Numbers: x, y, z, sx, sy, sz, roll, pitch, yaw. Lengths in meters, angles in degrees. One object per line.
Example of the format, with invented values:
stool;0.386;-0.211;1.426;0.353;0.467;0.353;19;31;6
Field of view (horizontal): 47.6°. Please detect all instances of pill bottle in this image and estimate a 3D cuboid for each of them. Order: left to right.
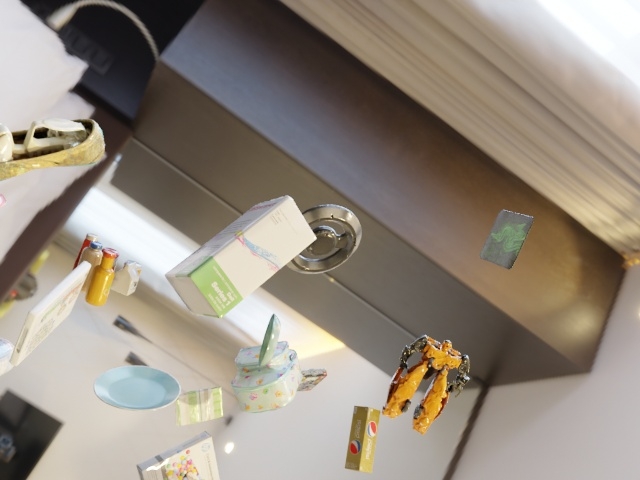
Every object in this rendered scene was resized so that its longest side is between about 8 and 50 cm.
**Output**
pill bottle;-0.733;0.267;1.580;0.087;0.087;0.160;-54;-178;1

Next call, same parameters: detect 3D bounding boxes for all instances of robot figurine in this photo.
robot figurine;0.307;0.413;2.136;0.291;0.211;0.085;-63;-179;11

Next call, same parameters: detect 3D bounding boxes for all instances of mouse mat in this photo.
mouse mat;0.506;-0.005;1.987;0.152;0.007;0.190;-66;-162;2

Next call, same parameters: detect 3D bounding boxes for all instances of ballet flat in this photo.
ballet flat;-0.640;-0.204;1.562;0.348;0.123;0.123;-13;169;-29

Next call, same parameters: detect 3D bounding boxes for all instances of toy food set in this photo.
toy food set;-0.421;0.043;1.446;0.232;0.111;0.104;-45;157;-78

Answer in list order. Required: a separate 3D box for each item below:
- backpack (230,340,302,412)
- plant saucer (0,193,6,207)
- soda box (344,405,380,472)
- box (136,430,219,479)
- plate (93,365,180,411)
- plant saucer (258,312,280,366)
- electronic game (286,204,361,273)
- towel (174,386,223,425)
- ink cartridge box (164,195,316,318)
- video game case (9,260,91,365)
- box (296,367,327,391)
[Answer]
backpack;-0.138;0.342;1.816;0.166;0.144;0.188;-9;-157;11
plant saucer;-0.981;-0.062;1.858;0.332;0.084;0.332;-19;-164;6
soda box;0.122;0.574;2.099;0.058;0.061;0.181;-6;-114;42
box;-0.343;0.570;1.770;0.186;0.145;0.038;-20;-155;-33
plate;-0.403;0.331;1.599;0.188;0.188;0.024;-93;-167;-73
plant saucer;-0.107;0.215;1.551;0.119;0.021;0.119;-163;-90;-82
electronic game;0.000;0.000;1.937;0.229;0.229;0.048;-50;-142;22
towel;-0.387;0.524;2.303;0.023;0.152;0.113;-143;-130;-62
ink cartridge box;-0.173;0.035;1.567;0.278;0.117;0.201;-40;-166;-22
video game case;-0.461;0.124;1.243;0.143;0.019;0.157;-55;-178;36
box;-0.049;0.420;2.179;0.137;0.094;0.027;127;-44;-52
